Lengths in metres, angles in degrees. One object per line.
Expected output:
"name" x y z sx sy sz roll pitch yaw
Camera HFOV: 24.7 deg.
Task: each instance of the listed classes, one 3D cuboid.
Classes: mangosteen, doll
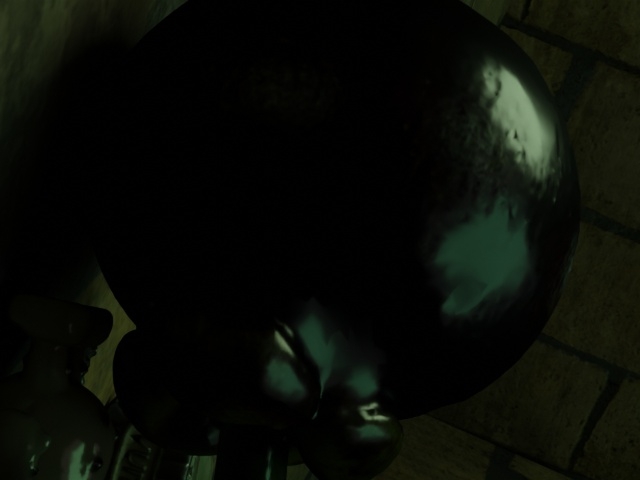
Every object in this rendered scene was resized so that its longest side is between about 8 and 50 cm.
"mangosteen" -0.006 -0.013 0.843 0.313 0.297 0.297 -39 152 -49
"doll" -0.182 0.167 0.855 0.154 0.119 0.278 76 28 -76

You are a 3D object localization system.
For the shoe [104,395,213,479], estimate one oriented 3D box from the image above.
"shoe" -0.155 0.262 1.171 0.149 0.109 0.293 52 57 -73
